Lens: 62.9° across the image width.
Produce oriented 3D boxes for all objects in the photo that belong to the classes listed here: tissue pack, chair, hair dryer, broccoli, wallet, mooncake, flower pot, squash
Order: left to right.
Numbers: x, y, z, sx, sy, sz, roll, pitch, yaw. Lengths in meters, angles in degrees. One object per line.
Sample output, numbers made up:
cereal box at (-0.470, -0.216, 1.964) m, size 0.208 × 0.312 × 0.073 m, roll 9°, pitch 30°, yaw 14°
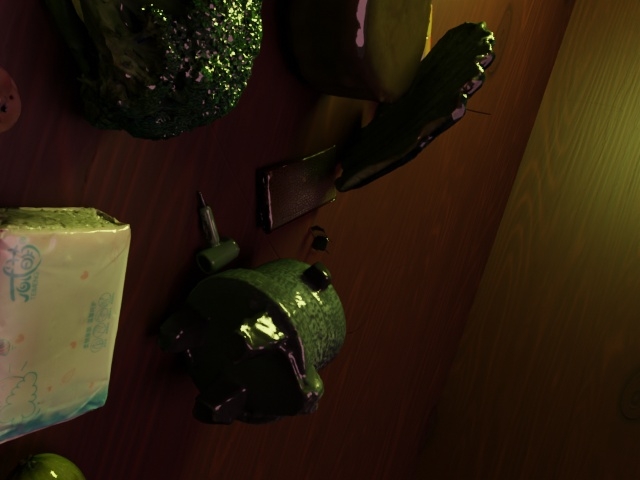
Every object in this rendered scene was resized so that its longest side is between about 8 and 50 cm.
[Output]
tissue pack at (-0.358, 0.098, 0.657) m, size 0.201 × 0.124 × 0.271 m, roll -6°, pitch 111°, yaw -60°
squash at (-0.396, 0.418, 0.763) m, size 0.132 × 0.132 × 0.247 m, roll -28°, pitch 130°, yaw -48°
broccoli at (-0.197, -0.253, 0.638) m, size 0.294 × 0.265 × 0.245 m, roll -36°, pitch 115°, yaw 11°
hair dryer at (-0.197, -0.020, 0.931) m, size 0.071 × 0.047 × 0.150 m, roll -39°, pitch 126°, yaw -44°
flower pot at (-0.101, 0.183, 0.932) m, size 0.282 × 0.298 × 0.299 m, roll -21°, pitch 123°, yaw -56°
wallet at (-0.043, -0.115, 1.111) m, size 0.243 × 0.039 × 0.133 m, roll -30°, pitch 124°, yaw -46°
chair at (-0.001, 0.001, 1.239) m, size 0.086 × 0.037 × 0.042 m, roll 54°, pitch 50°, yaw -58°
mooncake at (0.076, -0.425, 0.983) m, size 0.324 × 0.187 × 0.324 m, roll -35°, pitch 133°, yaw -47°

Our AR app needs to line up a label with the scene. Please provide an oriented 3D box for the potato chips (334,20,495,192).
potato chips at (0.178, -0.265, 1.084) m, size 0.070 × 0.429 × 0.359 m, roll 37°, pitch 39°, yaw -20°

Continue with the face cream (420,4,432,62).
face cream at (0.237, -0.448, 1.304) m, size 0.139 × 0.067 × 0.285 m, roll -88°, pitch 174°, yaw -56°

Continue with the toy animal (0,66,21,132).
toy animal at (-0.372, -0.166, 0.540) m, size 0.083 × 0.089 × 0.150 m, roll -36°, pitch 143°, yaw -11°
